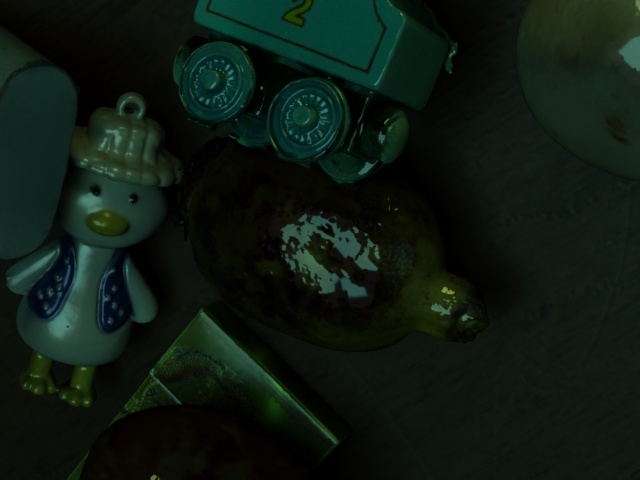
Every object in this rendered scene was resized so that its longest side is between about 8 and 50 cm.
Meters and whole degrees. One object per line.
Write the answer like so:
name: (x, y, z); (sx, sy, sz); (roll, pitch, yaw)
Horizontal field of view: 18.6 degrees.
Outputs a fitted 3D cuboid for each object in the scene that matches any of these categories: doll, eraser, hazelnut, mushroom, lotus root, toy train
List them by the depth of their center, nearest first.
mushroom: (0.254, -0.147, 1.463); (0.204, 0.204, 0.204); (5, 103, 23)
toy train: (-0.009, -0.139, 1.502); (0.203, 0.112, 0.163); (23, 92, 26)
lotus root: (0.000, 0.000, 1.610); (0.314, 0.141, 0.169); (25, 115, 25)
hazelnut: (-0.105, 0.252, 1.635); (0.234, 0.218, 0.218); (34, 113, 11)
eraser: (-0.295, -0.103, 1.695); (0.227, 0.081, 0.174); (36, 115, 55)
doll: (-0.198, 0.008, 1.720); (0.138, 0.119, 0.293); (16, 109, -5)

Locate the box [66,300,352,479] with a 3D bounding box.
box: (-0.126, 0.222, 1.774); (0.173, 0.043, 0.311); (44, 114, 10)
